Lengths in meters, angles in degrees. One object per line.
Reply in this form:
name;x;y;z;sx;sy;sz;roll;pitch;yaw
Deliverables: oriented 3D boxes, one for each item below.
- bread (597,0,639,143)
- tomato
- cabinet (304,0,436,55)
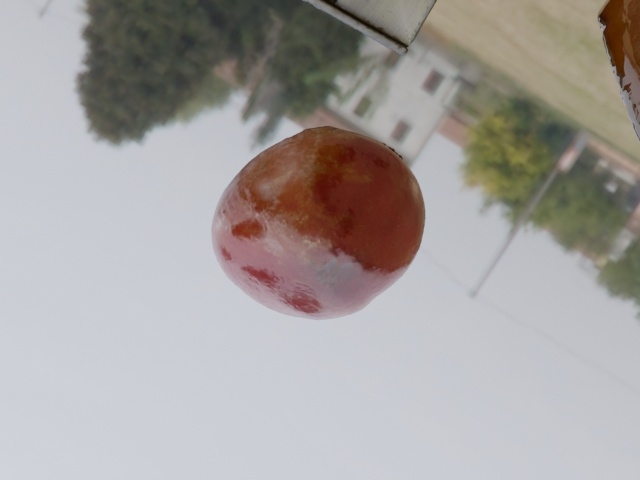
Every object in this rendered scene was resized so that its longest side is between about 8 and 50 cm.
bread;0.373;-0.126;0.866;0.143;0.323;0.333;38;-150;-35
tomato;0.000;0.000;1.375;0.200;0.233;0.139;47;-164;-30
cabinet;0.072;-0.291;1.218;0.148;0.175;0.215;30;-164;-1
